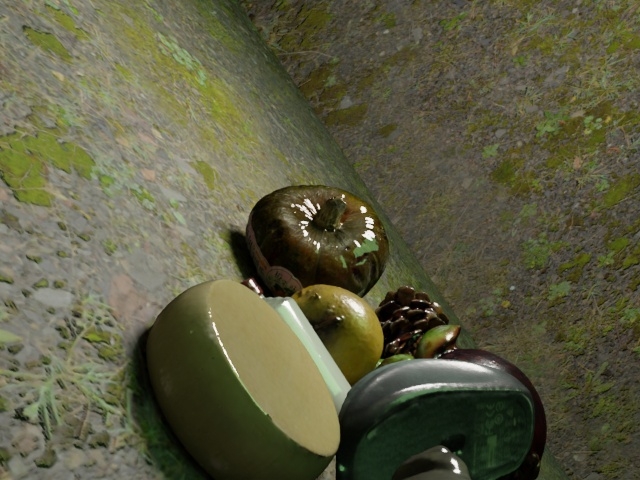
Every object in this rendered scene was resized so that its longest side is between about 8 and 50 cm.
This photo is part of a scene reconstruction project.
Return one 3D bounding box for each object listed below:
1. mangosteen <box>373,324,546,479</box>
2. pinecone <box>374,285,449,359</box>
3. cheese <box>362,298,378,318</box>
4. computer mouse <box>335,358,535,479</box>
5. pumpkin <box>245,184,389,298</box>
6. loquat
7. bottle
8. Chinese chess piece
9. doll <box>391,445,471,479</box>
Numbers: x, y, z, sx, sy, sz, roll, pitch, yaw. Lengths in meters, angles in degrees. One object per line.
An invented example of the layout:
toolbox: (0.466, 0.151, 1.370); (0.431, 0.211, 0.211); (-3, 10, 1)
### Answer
mangosteen: (0.227, 0.314, 1.385); (0.311, 0.311, 0.311); (51, 12, -15)
pinecone: (0.193, 0.212, 1.803); (0.184, 0.179, 0.204); (37, 25, -6)
cheese: (0.019, 0.118, 1.555); (0.171, 0.093, 0.126); (55, 13, 3)
computer mouse: (0.146, 0.272, 1.139); (0.374, 0.203, 0.114); (0, 6, -36)
pumpkin: (0.001, -0.002, 1.446); (0.260, 0.189, 0.260); (12, 46, -12)
loquat: (0.015, 0.155, 1.284); (0.172, 0.149, 0.204); (23, -23, 21)
bottle: (-0.047, 0.162, 1.145); (0.245, 0.104, 0.104); (56, 12, 8)
Chinese chess piece: (-0.087, 0.172, 0.964); (0.273, 0.102, 0.273); (50, 14, -17)
doll: (0.068, 0.326, 0.805); (0.378, 0.252, 0.382); (49, 6, -27)
